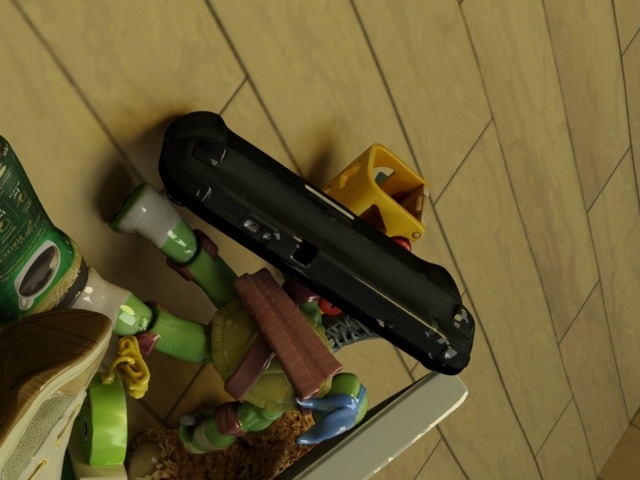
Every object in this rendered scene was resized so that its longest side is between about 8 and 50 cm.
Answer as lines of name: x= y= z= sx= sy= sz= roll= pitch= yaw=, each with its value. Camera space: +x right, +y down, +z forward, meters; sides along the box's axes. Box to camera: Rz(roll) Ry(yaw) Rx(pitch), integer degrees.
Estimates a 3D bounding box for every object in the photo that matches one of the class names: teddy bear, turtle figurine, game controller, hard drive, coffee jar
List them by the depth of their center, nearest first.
coffee jar: x=-0.242 y=0.001 z=1.059 sx=0.096 sy=0.079 sz=0.184 roll=-54 pitch=151 yaw=-21
game controller: x=0.000 y=0.000 z=1.233 sx=0.067 sy=0.319 sz=0.166 roll=-53 pitch=-165 yaw=11
turtle figurine: x=-0.090 y=0.077 z=1.266 sx=0.198 sy=0.266 sz=0.275 roll=-50 pitch=-165 yaw=21
hard drive: x=0.003 y=0.219 z=1.348 sx=0.203 sy=0.040 sz=0.307 roll=-35 pitch=175 yaw=-24
teddy bear: x=-0.097 y=0.254 z=1.515 sx=0.338 sy=0.113 sz=0.245 roll=13 pitch=106 yaw=-62

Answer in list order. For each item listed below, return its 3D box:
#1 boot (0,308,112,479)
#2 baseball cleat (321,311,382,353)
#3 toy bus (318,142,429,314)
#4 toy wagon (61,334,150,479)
boot: x=-0.208 y=0.162 z=1.034 sx=0.213 sy=0.077 sz=0.165 roll=-58 pitch=149 yaw=-54
baseball cleat: x=0.027 y=0.100 z=1.530 sx=0.109 sy=0.072 sz=0.206 roll=-43 pitch=-171 yaw=-18
toy bus: x=0.019 y=-0.009 z=1.479 sx=0.104 sy=0.191 sz=0.202 roll=40 pitch=74 yaw=-19
toy wagon: x=-0.198 y=0.233 z=1.175 sx=0.068 sy=0.267 sz=0.344 roll=0 pitch=120 yaw=-21
